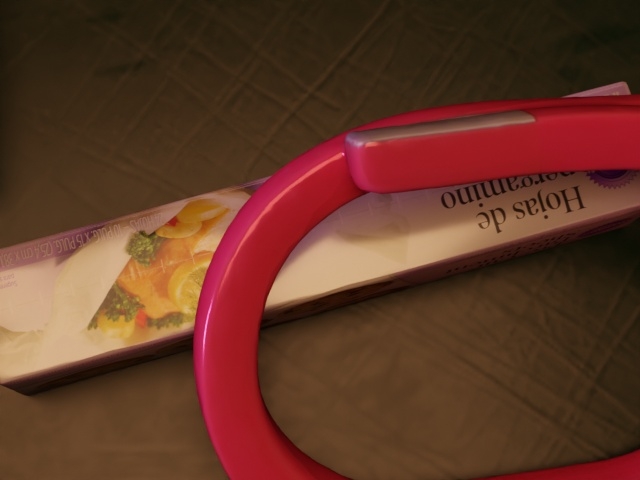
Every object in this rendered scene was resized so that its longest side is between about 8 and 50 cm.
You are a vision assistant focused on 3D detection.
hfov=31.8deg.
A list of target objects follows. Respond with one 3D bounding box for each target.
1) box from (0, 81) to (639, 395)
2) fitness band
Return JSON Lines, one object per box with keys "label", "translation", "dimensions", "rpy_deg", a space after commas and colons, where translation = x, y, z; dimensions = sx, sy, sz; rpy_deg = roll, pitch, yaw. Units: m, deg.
{"label": "box", "translation": [0.000, 0.000, 0.543], "dimensions": [0.324, 0.067, 0.063], "rpy_deg": [-15, 81, -7]}
{"label": "fitness band", "translation": [0.089, 0.043, 0.504], "dimensions": [0.290, 0.054, 0.209], "rpy_deg": [-5, 107, -8]}
